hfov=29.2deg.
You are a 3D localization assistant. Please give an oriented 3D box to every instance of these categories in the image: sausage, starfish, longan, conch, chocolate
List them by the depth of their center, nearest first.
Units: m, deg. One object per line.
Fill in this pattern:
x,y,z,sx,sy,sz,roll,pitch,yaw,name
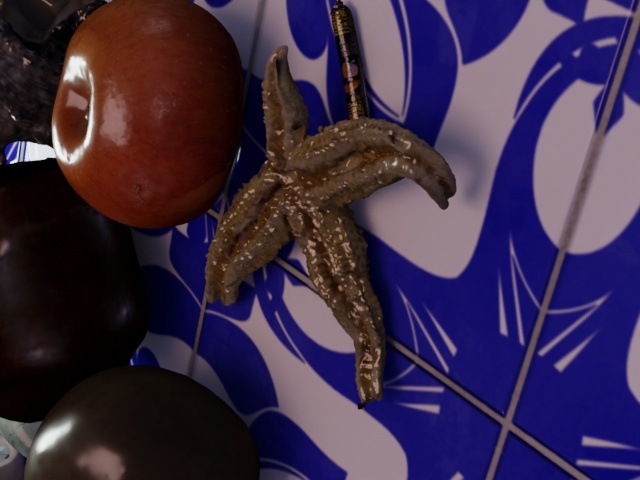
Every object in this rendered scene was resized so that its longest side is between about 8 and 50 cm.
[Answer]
0.036,-0.167,1.346,0.028,0.025,0.198,-9,90,4,sausage
0.000,0.000,1.376,0.324,0.082,0.432,42,135,26,starfish
-0.219,0.291,1.527,0.297,0.297,0.297,11,105,47,longan
-0.392,-0.240,1.624,0.240,0.313,0.186,30,150,-8,conch
-0.418,0.083,1.660,0.383,0.383,0.332,-14,88,48,chocolate

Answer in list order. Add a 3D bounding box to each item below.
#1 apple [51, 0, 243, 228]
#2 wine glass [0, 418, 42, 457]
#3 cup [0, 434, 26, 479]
-0.202,-0.152,1.450,0.251,0.206,0.272,-122,45,-54,apple
-0.491,0.380,1.892,0.309,0.264,0.096,49,173,31,wine glass
-0.556,0.441,2.013,0.252,0.191,0.201,21,110,29,cup
